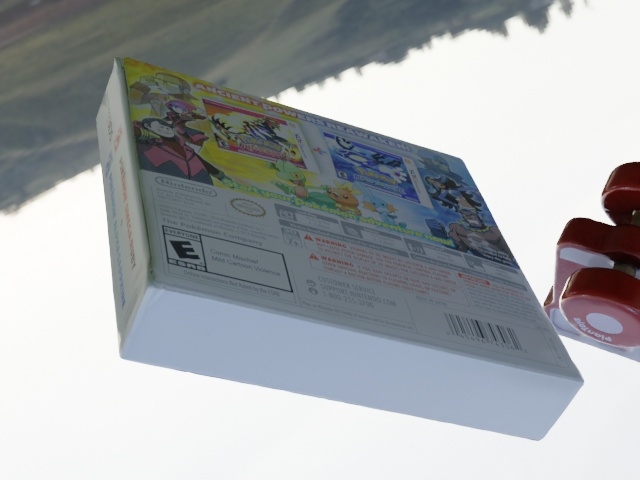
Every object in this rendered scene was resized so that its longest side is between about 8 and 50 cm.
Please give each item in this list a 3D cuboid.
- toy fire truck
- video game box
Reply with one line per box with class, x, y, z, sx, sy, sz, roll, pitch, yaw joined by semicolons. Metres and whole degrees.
toy fire truck;0.383;0.070;1.237;0.302;0.254;0.169;18;-115;18
video game box;0.000;0.000;0.560;0.048;0.205;0.187;-61;-153;30
